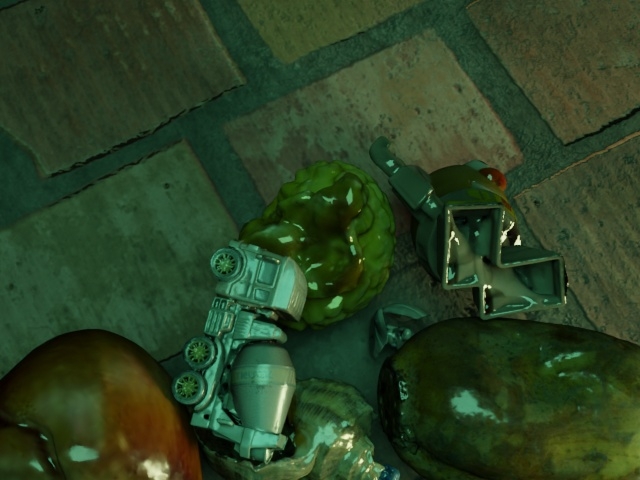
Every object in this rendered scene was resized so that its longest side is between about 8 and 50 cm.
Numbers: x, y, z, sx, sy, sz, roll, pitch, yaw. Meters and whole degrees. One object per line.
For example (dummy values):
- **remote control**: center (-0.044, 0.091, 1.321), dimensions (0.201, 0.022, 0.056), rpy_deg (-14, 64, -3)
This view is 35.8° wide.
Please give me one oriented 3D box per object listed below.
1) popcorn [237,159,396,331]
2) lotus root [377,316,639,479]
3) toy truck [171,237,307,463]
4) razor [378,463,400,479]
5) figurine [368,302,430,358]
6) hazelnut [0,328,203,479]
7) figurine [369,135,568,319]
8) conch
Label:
- **popcorn**: center (0.000, 0.000, 1.379), dimensions (0.237, 0.251, 0.206), rpy_deg (-32, 70, -17)
- **lotus root**: center (0.248, 0.226, 1.322), dimensions (0.346, 0.250, 0.250), rpy_deg (8, 71, -10)
- **toy truck**: center (-0.086, 0.136, 1.232), dimensions (0.140, 0.108, 0.256), rpy_deg (13, 76, 13)
- **razor**: center (0.049, 0.425, 1.348), dimensions (0.082, 0.042, 0.253), rpy_deg (5, 63, 42)
- **figurine**: center (0.116, 0.131, 1.424), dimensions (0.086, 0.094, 0.082), rpy_deg (4, 83, -9)
- **hazelnut**: center (-0.309, 0.292, 1.231), dimensions (0.372, 0.315, 0.372), rpy_deg (-25, 44, 26)
- **figurine**: center (0.209, -0.017, 1.396), dimensions (0.167, 0.285, 0.342), rpy_deg (-29, 110, 3)
- **conch**: center (-0.048, 0.268, 1.334), dimensions (0.291, 0.159, 0.210), rpy_deg (19, 48, 37)
